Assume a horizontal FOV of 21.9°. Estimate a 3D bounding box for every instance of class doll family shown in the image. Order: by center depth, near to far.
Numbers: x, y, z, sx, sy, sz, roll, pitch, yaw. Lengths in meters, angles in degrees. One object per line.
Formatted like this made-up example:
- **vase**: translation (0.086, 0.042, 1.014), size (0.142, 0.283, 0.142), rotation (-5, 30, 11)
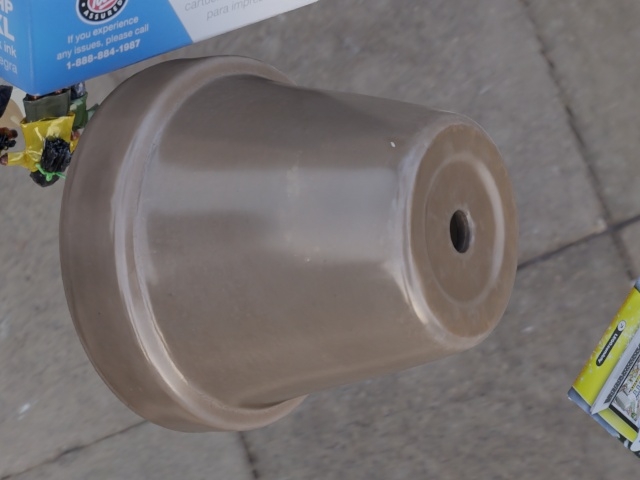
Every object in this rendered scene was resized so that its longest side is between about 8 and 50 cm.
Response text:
- **doll family**: translation (-0.258, -0.082, 1.357), size (0.193, 0.111, 0.076), rotation (-12, 37, -25)

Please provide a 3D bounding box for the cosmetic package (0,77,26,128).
- **cosmetic package**: translation (-0.305, -0.132, 1.540), size (0.060, 0.115, 0.041), rotation (-64, 142, -51)

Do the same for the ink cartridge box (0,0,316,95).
- **ink cartridge box**: translation (-0.141, -0.341, 1.173), size (0.285, 0.395, 0.166), rotation (-25, 43, -35)

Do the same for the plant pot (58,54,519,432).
- **plant pot**: translation (0.000, 0.000, 1.089), size (0.263, 0.229, 0.263), rotation (5, 84, -55)

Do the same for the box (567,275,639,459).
- **box**: translation (0.234, 0.022, 0.810), size (0.044, 0.159, 0.233), rotation (24, 101, -32)
